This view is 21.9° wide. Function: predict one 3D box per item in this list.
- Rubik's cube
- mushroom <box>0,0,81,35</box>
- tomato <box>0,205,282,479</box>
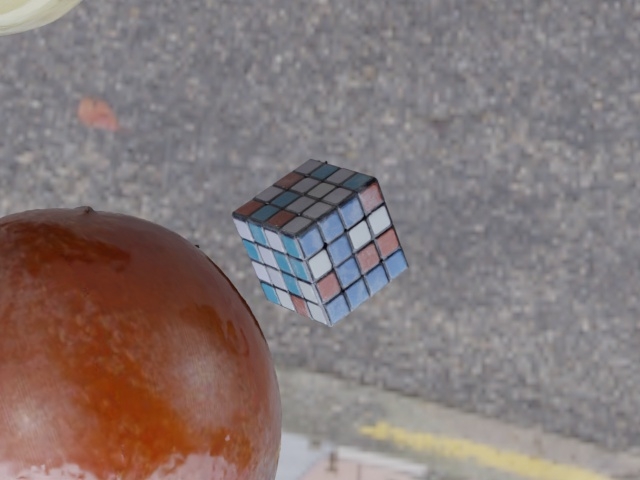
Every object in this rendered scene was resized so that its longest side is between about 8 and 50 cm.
[{"bbox_3d":[0.000,0.000,1.350,0.092,0.092,0.092,20,139,50],"label":"Rubik's cube"},{"bbox_3d":[-0.199,-0.235,0.928,0.202,0.246,0.246,-29,143,-1],"label":"mushroom"},{"bbox_3d":[-0.153,0.118,0.999,0.265,0.265,0.265,2,147,1],"label":"tomato"}]
